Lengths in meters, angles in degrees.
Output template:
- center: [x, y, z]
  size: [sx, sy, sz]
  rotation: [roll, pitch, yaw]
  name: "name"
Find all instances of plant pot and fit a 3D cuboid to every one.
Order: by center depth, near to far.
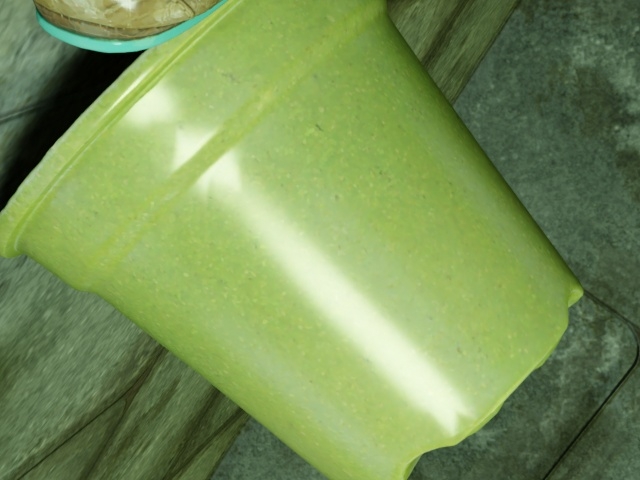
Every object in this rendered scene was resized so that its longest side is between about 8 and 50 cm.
- center: [0.000, 0.000, 0.806]
  size: [0.276, 0.254, 0.276]
  rotation: [-43, -179, 1]
  name: "plant pot"

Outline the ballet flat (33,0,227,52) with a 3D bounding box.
- center: [-0.020, -0.201, 0.657]
  size: [0.342, 0.116, 0.124]
  rotation: [-40, 146, -48]
  name: "ballet flat"
